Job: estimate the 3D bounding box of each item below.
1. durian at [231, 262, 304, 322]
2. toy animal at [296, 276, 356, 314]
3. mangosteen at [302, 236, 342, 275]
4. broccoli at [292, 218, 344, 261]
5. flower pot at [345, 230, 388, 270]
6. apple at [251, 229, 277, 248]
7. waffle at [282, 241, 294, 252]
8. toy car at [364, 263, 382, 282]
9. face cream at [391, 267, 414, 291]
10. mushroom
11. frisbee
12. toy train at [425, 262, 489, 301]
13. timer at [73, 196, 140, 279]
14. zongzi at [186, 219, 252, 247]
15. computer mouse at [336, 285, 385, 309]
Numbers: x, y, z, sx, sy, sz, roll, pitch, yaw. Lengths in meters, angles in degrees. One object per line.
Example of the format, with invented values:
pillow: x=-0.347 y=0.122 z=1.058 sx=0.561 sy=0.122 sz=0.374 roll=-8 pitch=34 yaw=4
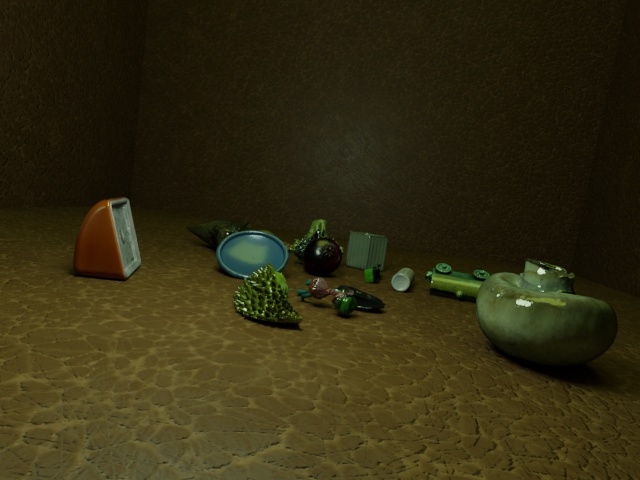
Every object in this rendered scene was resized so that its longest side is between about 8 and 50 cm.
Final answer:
durian: x=-0.157 y=0.167 z=1.200 sx=0.169 sy=0.157 sz=0.355 roll=43 pitch=0 yaw=-12
toy animal: x=0.024 y=0.171 z=1.289 sx=0.208 sy=0.100 sz=0.103 roll=8 pitch=3 yaw=38
mangosteen: x=0.000 y=0.074 z=1.830 sx=0.200 sy=0.200 sz=0.200 roll=8 pitch=6 yaw=-1
broccoli: x=0.000 y=0.000 z=2.029 sx=0.263 sy=0.243 sz=0.247 roll=8 pitch=-34 yaw=-6
flower pot: x=0.248 y=0.055 z=2.209 sx=0.209 sy=0.189 sz=0.239 roll=8 pitch=5 yaw=1
apple: x=-0.277 y=0.040 z=1.808 sx=0.207 sy=0.173 sz=0.188 roll=-7 pitch=0 yaw=13
waffle: x=-0.263 y=0.030 z=2.422 sx=0.243 sy=0.058 sz=0.238 roll=9 pitch=3 yaw=-19
toy car: x=0.245 y=0.152 z=1.878 sx=0.062 sy=0.071 sz=0.165 roll=-5 pitch=3 yaw=16
face cream: x=0.379 y=0.170 z=1.828 sx=0.082 sy=0.082 sz=0.269 roll=10 pitch=6 yaw=18
mushroom: x=0.594 y=0.192 z=1.090 sx=0.352 sy=0.260 sz=0.352 roll=14 pitch=7 yaw=-2
frisbee: x=-0.273 y=0.065 z=1.636 sx=0.289 sy=0.049 sz=0.289 roll=7 pitch=40 yaw=-6
toy train: x=0.611 y=0.206 z=1.771 sx=0.307 sy=0.126 sz=0.189 roll=10 pitch=39 yaw=14
timer: x=-0.695 y=-0.019 z=1.349 sx=0.161 sy=0.250 sz=0.257 roll=6 pitch=7 yaw=-14
zongzi: x=-0.545 y=-0.031 z=2.061 sx=0.360 sy=0.160 sz=0.323 roll=9 pitch=5 yaw=-1
computer mouse: x=0.131 y=0.201 z=1.352 sx=0.172 sy=0.057 sz=0.099 roll=20 pitch=5 yaw=3
